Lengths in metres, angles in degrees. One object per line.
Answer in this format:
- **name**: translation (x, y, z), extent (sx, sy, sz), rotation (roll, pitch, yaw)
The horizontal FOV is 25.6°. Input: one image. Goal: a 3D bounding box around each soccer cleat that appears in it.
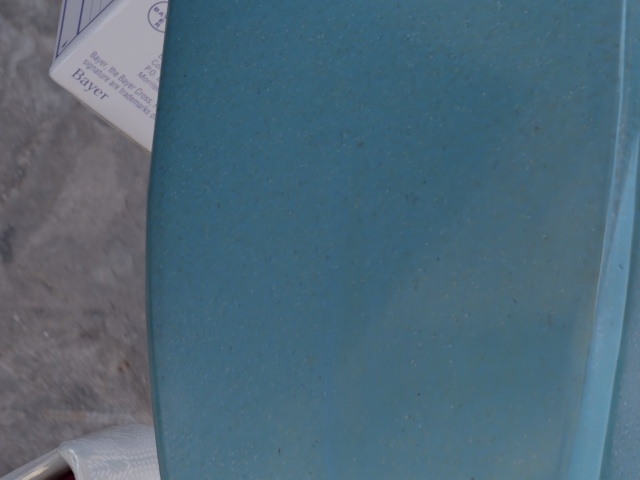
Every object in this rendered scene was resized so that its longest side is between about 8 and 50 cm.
- **soccer cleat**: translation (-0.224, 0.224, 0.929), extent (0.331, 0.143, 0.116), rotation (-41, 64, 20)

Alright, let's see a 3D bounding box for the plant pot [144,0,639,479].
- **plant pot**: translation (0.049, 0.015, 0.412), extent (0.166, 0.165, 0.234), rotation (-10, 58, 33)

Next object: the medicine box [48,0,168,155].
- **medicine box**: translation (-0.031, -0.226, 0.964), extent (0.289, 0.149, 0.263), rotation (-37, 33, 24)
